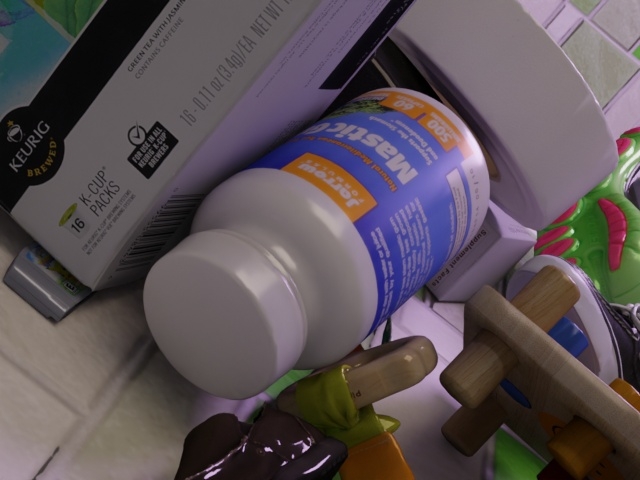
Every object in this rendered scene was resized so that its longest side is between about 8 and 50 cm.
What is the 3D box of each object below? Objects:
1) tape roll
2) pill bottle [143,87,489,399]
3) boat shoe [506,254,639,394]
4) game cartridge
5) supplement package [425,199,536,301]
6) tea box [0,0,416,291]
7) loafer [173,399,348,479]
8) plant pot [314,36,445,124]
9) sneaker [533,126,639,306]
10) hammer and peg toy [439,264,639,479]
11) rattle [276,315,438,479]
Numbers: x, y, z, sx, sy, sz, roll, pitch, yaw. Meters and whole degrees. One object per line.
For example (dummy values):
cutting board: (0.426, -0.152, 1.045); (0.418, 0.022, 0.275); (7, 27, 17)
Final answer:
tape roll: (0.169, -0.147, 1.219); (0.286, 0.100, 0.286); (51, -2, 2)
pill bottle: (0.000, 0.000, 0.882); (0.152, 0.152, 0.272); (44, 43, 8)
boat shoe: (0.273, 0.107, 1.144); (0.113, 0.105, 0.306); (23, -28, 51)
game cartridge: (-0.184, 0.023, 0.836); (0.056, 0.017, 0.083); (37, 20, 1)
supplement package: (0.136, -0.028, 1.363); (0.179, 0.105, 0.105); (50, 21, 24)
tea box: (-0.141, -0.197, 0.893); (0.323, 0.329, 0.220); (43, 15, 9)
loafer: (-0.060, 0.151, 0.724); (0.078, 0.080, 0.220); (36, 14, 16)
plant pot: (0.028, -0.084, 1.100); (0.167, 0.187, 0.188); (63, 15, -18)
sneaker: (0.362, 0.008, 1.491); (0.202, 0.185, 0.483); (63, 27, -19)
hammer and peg toy: (0.211, 0.176, 0.992); (0.266, 0.127, 0.361); (42, -11, 18)
rattle: (0.047, 0.139, 0.927); (0.143, 0.130, 0.199); (51, -5, 1)
